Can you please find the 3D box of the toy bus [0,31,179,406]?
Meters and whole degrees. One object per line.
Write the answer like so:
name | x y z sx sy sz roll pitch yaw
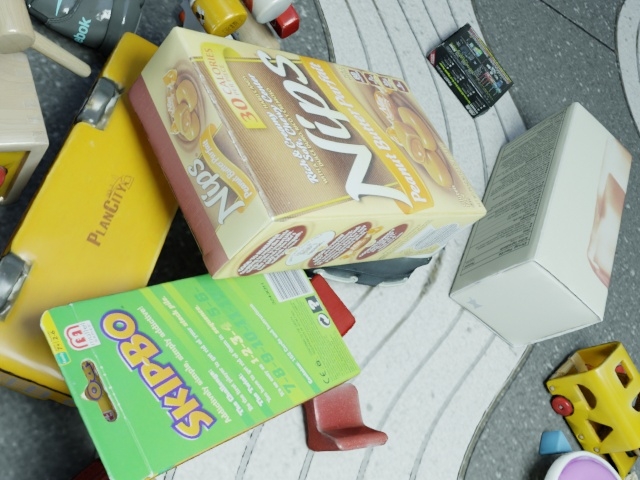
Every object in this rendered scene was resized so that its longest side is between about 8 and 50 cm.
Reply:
toy bus | -0.192 -0.027 0.602 0.108 0.130 0.332 30 56 -23

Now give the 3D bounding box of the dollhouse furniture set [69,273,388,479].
dollhouse furniture set | -0.051 0.198 0.589 0.201 0.152 0.374 53 51 -5

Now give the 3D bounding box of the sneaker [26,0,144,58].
sneaker | -0.237 -0.320 0.717 0.106 0.101 0.267 9 65 -30

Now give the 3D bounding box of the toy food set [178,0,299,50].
toy food set | -0.094 -0.234 0.694 0.111 0.232 0.104 -33 90 -2

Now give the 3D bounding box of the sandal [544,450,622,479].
sandal | 0.353 0.447 0.778 0.170 0.102 0.415 0 77 -32

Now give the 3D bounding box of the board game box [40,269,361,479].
board game box | -0.078 0.086 0.527 0.259 0.039 0.124 -9 65 -55

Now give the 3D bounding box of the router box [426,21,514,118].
router box | 0.227 -0.257 1.053 0.122 0.038 0.092 52 52 -6

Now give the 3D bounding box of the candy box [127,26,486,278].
candy box | 0.005 -0.074 0.638 0.317 0.087 0.182 -4 59 -50

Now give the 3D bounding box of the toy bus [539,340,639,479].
toy bus | 0.394 0.234 0.916 0.202 0.104 0.190 21 60 -26

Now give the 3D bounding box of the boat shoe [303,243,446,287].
boat shoe | 0.000 0.000 0.749 0.303 0.091 0.114 11 41 -28

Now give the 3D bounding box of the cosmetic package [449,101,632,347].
cosmetic package | 0.302 -0.023 0.933 0.129 0.153 0.296 39 55 -14

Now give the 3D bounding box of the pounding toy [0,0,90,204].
pounding toy | -0.258 -0.094 0.536 0.181 0.206 0.094 -9 76 -38
